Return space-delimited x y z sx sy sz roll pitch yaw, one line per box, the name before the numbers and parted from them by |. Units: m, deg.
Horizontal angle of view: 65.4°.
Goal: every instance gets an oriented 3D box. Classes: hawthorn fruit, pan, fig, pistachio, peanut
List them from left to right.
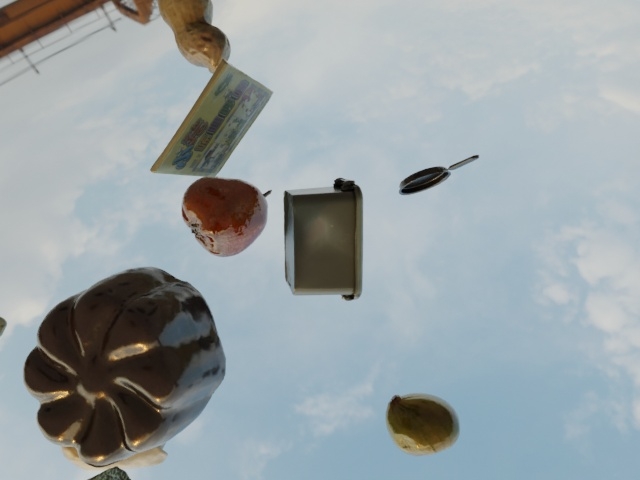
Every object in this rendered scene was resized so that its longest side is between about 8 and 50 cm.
pistachio | -0.558 0.516 1.369 0.321 0.238 0.229 9 -125 4
peanut | -0.233 -0.400 0.921 0.086 0.104 0.227 -11 -109 -47
hawthorn fruit | -0.205 -0.070 1.177 0.226 0.196 0.196 -28 -134 -25
fig | 0.213 0.384 1.041 0.153 0.136 0.120 -1 -90 -1
pan | 0.287 -0.165 1.211 0.136 0.235 0.028 -9 -102 -38

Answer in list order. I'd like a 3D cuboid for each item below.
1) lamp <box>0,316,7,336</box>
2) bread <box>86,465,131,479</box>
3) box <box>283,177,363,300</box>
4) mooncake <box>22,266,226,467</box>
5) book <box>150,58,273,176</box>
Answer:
lamp | -0.597 0.161 0.820 0.056 0.198 0.050 29 -88 -6
bread | -0.401 0.460 0.840 0.094 0.157 0.083 -40 -104 14
box | 0.000 0.000 1.000 0.135 0.243 0.163 -4 -167 -13
mooncake | -0.310 0.198 0.789 0.306 0.154 0.305 2 -85 18
book | -0.144 -0.159 0.699 0.013 0.192 0.168 39 -78 5
